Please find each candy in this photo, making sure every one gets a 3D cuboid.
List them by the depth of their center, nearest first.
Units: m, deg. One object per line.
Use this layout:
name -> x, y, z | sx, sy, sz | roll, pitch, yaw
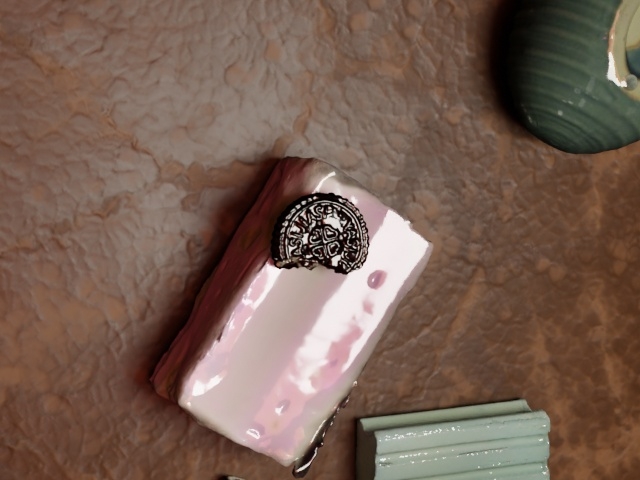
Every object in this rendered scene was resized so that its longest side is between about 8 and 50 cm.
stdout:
candy -> -0.027, 0.067, 1.104 | 0.155, 0.116, 0.265 | 32, 87, -20

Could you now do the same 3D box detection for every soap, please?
soap -> 0.136, 0.231, 1.216 | 0.198, 0.063, 0.114 | -2, 100, -20

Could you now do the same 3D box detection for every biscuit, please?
biscuit -> 0.000, 0.000, 1.031 | 0.089, 0.027, 0.087 | -46, 106, -15

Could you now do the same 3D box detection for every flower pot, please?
flower pot -> 0.286, -0.200, 1.159 | 0.189, 0.157, 0.243 | 29, 86, -20

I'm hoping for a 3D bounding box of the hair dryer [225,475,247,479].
hair dryer -> -0.038, 0.334, 1.166 | 0.183, 0.044, 0.155 | 23, 92, -12
